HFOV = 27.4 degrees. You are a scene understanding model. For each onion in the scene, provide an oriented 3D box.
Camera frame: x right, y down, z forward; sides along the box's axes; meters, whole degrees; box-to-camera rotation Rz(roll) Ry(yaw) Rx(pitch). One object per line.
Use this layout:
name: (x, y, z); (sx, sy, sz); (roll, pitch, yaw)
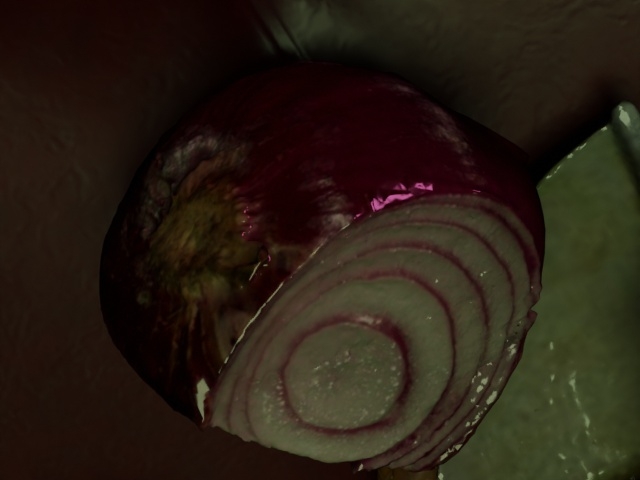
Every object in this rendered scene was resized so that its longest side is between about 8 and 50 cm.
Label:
onion: (-0.003, -0.004, 0.737); (0.216, 0.207, 0.206); (26, 101, -49)

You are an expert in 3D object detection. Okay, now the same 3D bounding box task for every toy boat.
toy boat: (0.186, 0.103, 0.855); (0.293, 0.111, 0.276); (42, 93, -15)

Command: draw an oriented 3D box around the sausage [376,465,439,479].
sausage: (0.070, 0.138, 0.892); (0.062, 0.054, 0.183); (-13, 120, -33)
